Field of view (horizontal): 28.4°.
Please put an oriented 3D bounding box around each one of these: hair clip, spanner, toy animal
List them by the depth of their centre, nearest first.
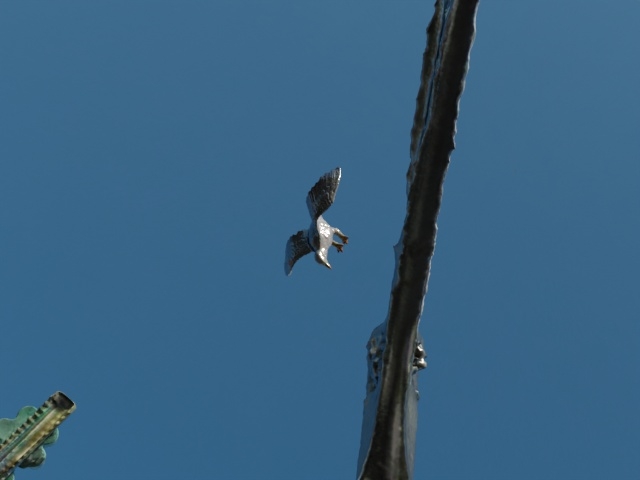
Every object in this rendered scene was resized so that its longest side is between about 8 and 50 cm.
[{"bbox_3d":[0.039,-0.010,0.492,0.026,0.093,0.325,7,-56,1],"label":"spanner"},{"bbox_3d":[0.001,0.000,0.777,0.050,0.028,0.084,53,-48,38],"label":"toy animal"},{"bbox_3d":[-0.235,0.165,0.850,0.049,0.049,0.173,44,-119,4],"label":"hair clip"}]
